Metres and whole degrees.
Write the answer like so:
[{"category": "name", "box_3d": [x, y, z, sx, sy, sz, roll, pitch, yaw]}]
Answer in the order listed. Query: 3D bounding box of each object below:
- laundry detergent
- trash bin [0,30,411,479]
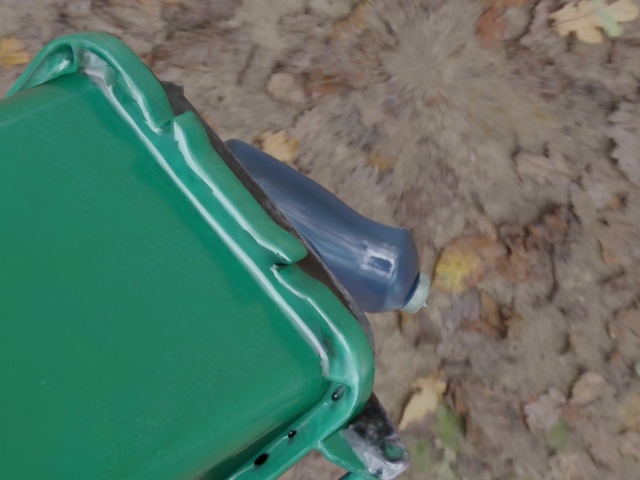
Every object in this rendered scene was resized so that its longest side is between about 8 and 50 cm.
[{"category": "laundry detergent", "box_3d": [0.000, 0.001, 1.037, 0.206, 0.096, 0.061, 28, 54, -16]}, {"category": "trash bin", "box_3d": [-0.169, 0.096, 0.652, 0.295, 0.381, 0.259, 50, 121, 6]}]
